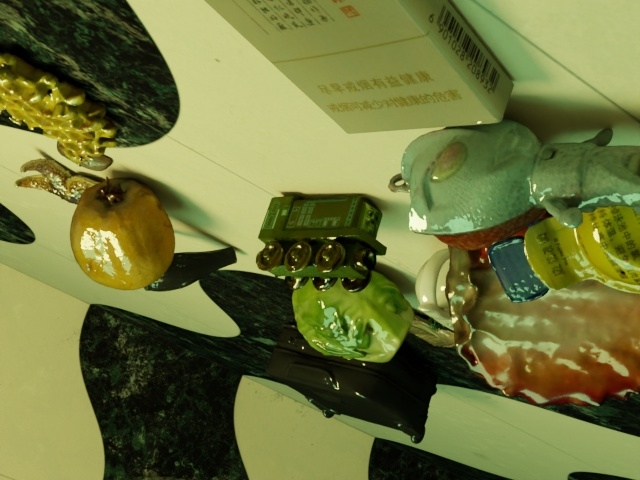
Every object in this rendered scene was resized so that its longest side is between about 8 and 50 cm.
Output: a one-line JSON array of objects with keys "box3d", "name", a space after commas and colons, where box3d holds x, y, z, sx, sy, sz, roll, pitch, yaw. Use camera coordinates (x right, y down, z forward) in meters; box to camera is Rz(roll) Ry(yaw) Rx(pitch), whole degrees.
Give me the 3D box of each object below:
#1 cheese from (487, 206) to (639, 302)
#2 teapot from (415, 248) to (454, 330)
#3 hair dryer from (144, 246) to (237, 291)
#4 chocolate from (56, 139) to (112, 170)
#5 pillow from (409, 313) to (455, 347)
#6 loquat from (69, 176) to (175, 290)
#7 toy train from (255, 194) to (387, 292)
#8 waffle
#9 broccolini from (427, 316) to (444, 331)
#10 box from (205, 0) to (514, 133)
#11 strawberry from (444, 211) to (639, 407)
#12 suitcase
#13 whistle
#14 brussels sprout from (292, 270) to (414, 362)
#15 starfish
[{"box3d": [0.295, -0.005, 0.887, 0.250, 0.064, 0.156, -22, 98, 29], "name": "cheese"}, {"box3d": [0.230, 0.091, 1.248, 0.204, 0.139, 0.298, 7, 158, 45], "name": "teapot"}, {"box3d": [-0.299, 0.018, 1.742, 0.219, 0.196, 0.075, 43, 141, 46], "name": "hair dryer"}, {"box3d": [-0.419, -0.146, 1.499, 0.101, 0.031, 0.064, 27, 166, -20], "name": "chocolate"}, {"box3d": [0.177, 0.165, 1.697, 0.211, 0.034, 0.135, 23, 161, -9], "name": "pillow"}, {"box3d": [-0.360, -0.014, 1.555, 0.187, 0.176, 0.234, -4, 123, 3], "name": "loquat"}, {"box3d": [0.000, 0.000, 1.264, 0.225, 0.137, 0.090, -1, 153, 42], "name": "toy train"}, {"box3d": [-0.448, -0.207, 1.297, 0.293, 0.069, 0.260, 26, 163, -17], "name": "waffle"}, {"box3d": [0.214, 0.133, 1.577, 0.035, 0.030, 0.140, 8, 154, 16], "name": "broccolini"}, {"box3d": [-0.003, -0.218, 0.762, 0.205, 0.051, 0.365, 3, 154, 45], "name": "box"}, {"box3d": [0.320, 0.061, 1.022, 0.336, 0.265, 0.149, 0, -160, 18], "name": "strawberry"}, {"box3d": [0.073, 0.329, 2.042, 0.345, 0.188, 0.339, 8, 159, 41], "name": "suitcase"}, {"box3d": [0.212, -0.058, 0.836, 0.346, 0.142, 0.133, 4, 114, 38], "name": "whistle"}, {"box3d": [0.056, 0.121, 1.527, 0.223, 0.161, 0.223, 11, 138, 10], "name": "brussels sprout"}, {"box3d": [-0.487, -0.101, 1.664, 0.238, 0.071, 0.216, 5, 152, 18], "name": "starfish"}]
